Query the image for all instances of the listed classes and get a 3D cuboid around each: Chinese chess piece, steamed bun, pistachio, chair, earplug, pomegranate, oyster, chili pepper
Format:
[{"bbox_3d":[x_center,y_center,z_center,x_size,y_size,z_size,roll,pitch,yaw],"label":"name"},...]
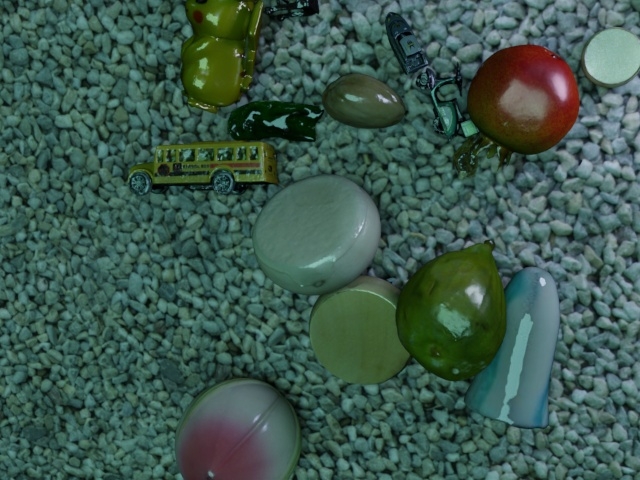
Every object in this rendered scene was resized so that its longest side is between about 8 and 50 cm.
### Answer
[{"bbox_3d":[0.597,-0.374,1.573,0.122,0.051,0.122,2,98,14],"label":"Chinese chess piece"},{"bbox_3d":[0.000,0.000,1.671,0.282,0.177,0.283,-12,52,16],"label":"steamed bun"},{"bbox_3d":[0.094,-0.299,1.668,0.185,0.108,0.126,11,124,3],"label":"pistachio"},{"bbox_3d":[-0.199,0.474,1.752,0.309,0.309,0.310,2,99,12],"label":"steamed bun"},{"bbox_3d":[-0.004,-0.553,1.648,0.229,0.106,0.113,-6,96,14],"label":"chair"},{"bbox_3d":[0.434,0.216,1.644,0.184,0.185,0.324,14,95,10],"label":"earplug"},{"bbox_3d":[0.397,-0.266,1.553,0.220,0.221,0.257,36,104,5],"label":"pomegranate"},{"bbox_3d":[0.316,-0.179,1.674,0.051,0.034,0.093,-9,92,6],"label":"oyster"},{"bbox_3d":[-0.100,-0.268,1.736,0.224,0.061,0.098,0,98,14],"label":"chili pepper"},{"bbox_3d":[0.097,0.199,1.722,0.250,0.097,0.251,5,111,14],"label":"Chinese chess piece"}]

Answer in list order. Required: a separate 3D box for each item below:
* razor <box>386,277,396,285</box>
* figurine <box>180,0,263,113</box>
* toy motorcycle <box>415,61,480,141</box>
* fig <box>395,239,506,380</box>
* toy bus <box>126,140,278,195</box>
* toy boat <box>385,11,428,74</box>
[{"bbox_3d":[0.067,0.106,1.773,0.211,0.036,0.084,11,111,16],"label":"razor"},{"bbox_3d":[-0.213,-0.440,1.665,0.169,0.218,0.327,2,111,-20],"label":"figurine"},{"bbox_3d":[0.273,-0.296,1.652,0.100,0.058,0.173,-20,92,10],"label":"toy motorcycle"},{"bbox_3d":[0.270,0.128,1.605,0.232,0.314,0.233,2,130,2],"label":"fig"},{"bbox_3d":[-0.271,-0.164,1.759,0.335,0.121,0.123,0,93,13],"label":"toy bus"},{"bbox_3d":[0.179,-0.429,1.654,0.055,0.060,0.141,-25,87,-9],"label":"toy boat"}]
